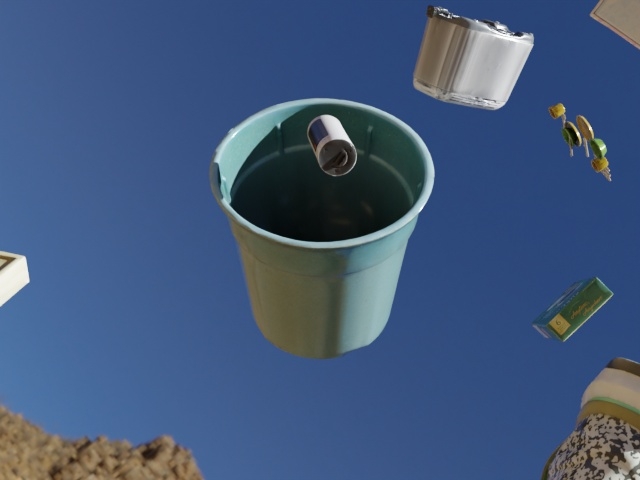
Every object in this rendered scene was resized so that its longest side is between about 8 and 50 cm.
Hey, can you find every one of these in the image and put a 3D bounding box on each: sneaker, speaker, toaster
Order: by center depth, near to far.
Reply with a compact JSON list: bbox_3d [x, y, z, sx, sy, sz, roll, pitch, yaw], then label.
[{"bbox_3d":[0.250,0.284,0.812,0.158,0.182,0.410,35,-29,35],"label":"sneaker"},{"bbox_3d":[0.015,-0.138,1.222,0.136,0.055,0.055,-108,-179,-66],"label":"speaker"},{"bbox_3d":[0.259,-0.319,1.498,0.129,0.227,0.146,38,-62,47],"label":"toaster"}]

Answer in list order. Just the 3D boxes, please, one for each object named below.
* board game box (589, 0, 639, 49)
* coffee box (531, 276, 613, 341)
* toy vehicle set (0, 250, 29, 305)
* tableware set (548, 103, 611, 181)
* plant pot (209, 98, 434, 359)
[{"bbox_3d":[0.453,-0.230,0.699,0.318,0.066,0.318,42,-63,15],"label":"board game box"},{"bbox_3d":[0.407,0.114,1.385,0.040,0.113,0.184,47,0,8],"label":"coffee box"},{"bbox_3d":[-0.457,0.077,0.893,0.166,0.267,0.035,11,-61,13],"label":"toy vehicle set"},{"bbox_3d":[0.414,-0.164,1.362,0.104,0.024,0.154,60,4,-49],"label":"tableware set"},{"bbox_3d":[0.000,0.000,1.407,0.341,0.341,0.334,33,-35,26],"label":"plant pot"}]
